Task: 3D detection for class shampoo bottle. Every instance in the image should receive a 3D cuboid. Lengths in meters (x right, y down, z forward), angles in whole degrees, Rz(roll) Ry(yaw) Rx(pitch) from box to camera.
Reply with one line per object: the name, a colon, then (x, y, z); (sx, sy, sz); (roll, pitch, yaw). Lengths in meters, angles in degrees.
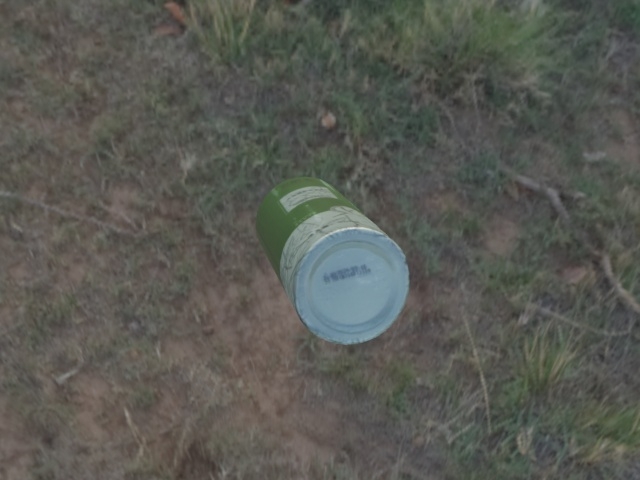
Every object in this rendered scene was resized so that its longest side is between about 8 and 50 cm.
shampoo bottle: (0.000, 0.000, 0.585); (0.065, 0.065, 0.204); (-2, 13, -10)
